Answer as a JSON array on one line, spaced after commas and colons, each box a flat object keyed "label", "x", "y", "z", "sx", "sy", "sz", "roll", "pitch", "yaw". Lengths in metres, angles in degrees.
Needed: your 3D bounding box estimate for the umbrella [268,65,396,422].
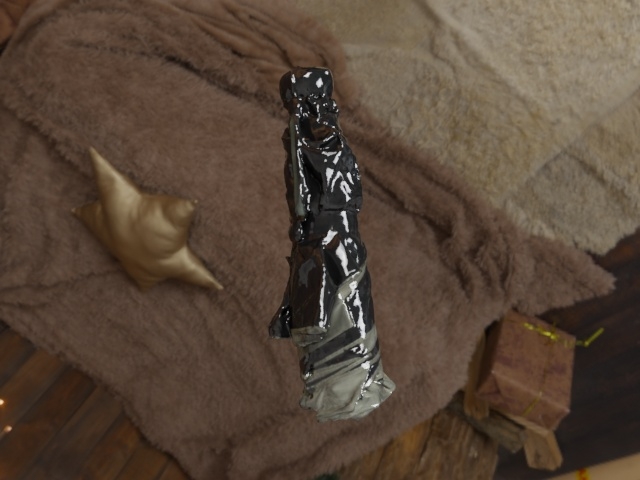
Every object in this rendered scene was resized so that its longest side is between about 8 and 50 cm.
[{"label": "umbrella", "x": -0.005, "y": 0.001, "z": 0.675, "sx": 0.113, "sy": 0.106, "sz": 0.357, "roll": -9, "pitch": 88, "yaw": 52}]
